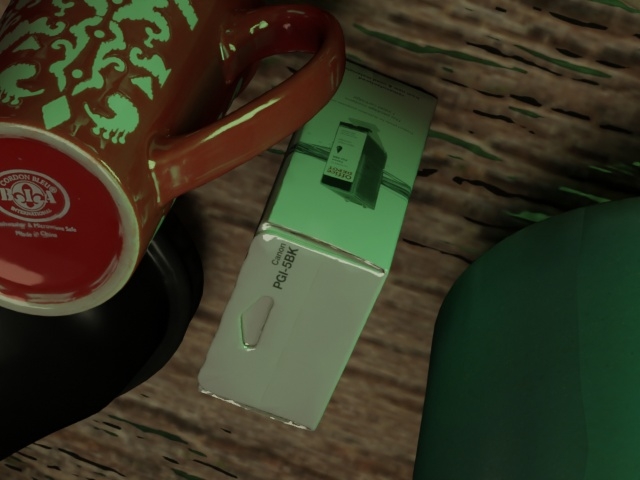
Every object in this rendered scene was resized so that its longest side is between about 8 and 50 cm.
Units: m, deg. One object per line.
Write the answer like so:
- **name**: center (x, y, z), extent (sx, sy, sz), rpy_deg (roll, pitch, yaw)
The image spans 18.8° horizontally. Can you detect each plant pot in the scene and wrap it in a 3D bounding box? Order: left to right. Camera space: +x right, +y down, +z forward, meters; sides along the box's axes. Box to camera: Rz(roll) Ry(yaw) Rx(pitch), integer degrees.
- **plant pot**: center (0.163, 0.163, 0.802), extent (0.293, 0.235, 0.293), rpy_deg (12, 144, 9)

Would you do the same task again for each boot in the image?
- **boot**: center (-0.221, 0.120, 0.897), extent (0.348, 0.260, 0.131), rpy_deg (-27, 114, 29)

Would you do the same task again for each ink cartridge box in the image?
- **ink cartridge box**: center (0.000, 0.000, 0.833), extent (0.056, 0.135, 0.099), rpy_deg (22, 128, -2)

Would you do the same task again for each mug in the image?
- **mug**: center (-0.082, -0.062, 0.788), extent (0.150, 0.169, 0.113), rpy_deg (-27, 114, 29)

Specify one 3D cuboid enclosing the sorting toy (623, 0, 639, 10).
- **sorting toy**: center (0.158, -0.169, 0.732), extent (0.193, 0.038, 0.208), rpy_deg (29, 127, -8)
